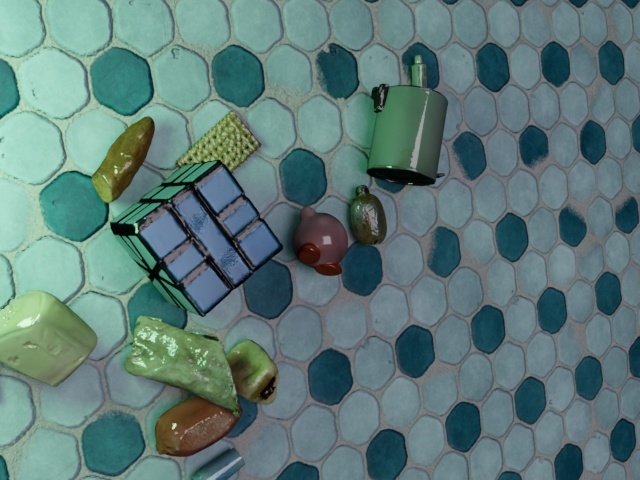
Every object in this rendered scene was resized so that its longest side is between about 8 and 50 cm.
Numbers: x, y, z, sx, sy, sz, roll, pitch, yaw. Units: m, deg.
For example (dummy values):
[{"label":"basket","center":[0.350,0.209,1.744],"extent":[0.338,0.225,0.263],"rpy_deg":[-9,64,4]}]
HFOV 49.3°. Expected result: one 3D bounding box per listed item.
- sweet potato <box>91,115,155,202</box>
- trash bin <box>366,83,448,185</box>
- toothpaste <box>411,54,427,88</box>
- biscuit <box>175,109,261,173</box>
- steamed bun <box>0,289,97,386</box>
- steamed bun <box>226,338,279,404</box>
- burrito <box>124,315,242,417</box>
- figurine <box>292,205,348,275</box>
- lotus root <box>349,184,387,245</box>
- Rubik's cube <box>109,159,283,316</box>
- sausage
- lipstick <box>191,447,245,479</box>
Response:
[{"label":"sweet potato","center":[-0.494,-0.213,1.771],"extent":[0.097,0.097,0.251],"rpy_deg":[35,74,-26]},{"label":"trash bin","center":[0.269,-0.320,2.158],"extent":[0.277,0.217,0.262],"rpy_deg":[13,84,-20]},{"label":"toothpaste","center":[0.330,-0.474,2.294],"extent":[0.069,0.047,0.268],"rpy_deg":[-10,98,-49]},{"label":"biscuit","center":[-0.282,-0.241,1.944],"extent":[0.231,0.016,0.139],"rpy_deg":[-49,112,-21]},{"label":"steamed bun","center":[-0.656,0.229,1.654],"extent":[0.200,0.170,0.225],"rpy_deg":[-32,127,5]},{"label":"steamed bun","center":[-0.181,0.384,1.935],"extent":[0.141,0.172,0.155],"rpy_deg":[-43,129,-13]},{"label":"burrito","center":[-0.336,0.315,1.804],"extent":[0.348,0.107,0.175],"rpy_deg":[22,88,0]},{"label":"figurine","center":[0.000,0.000,2.028],"extent":[0.173,0.173,0.173],"rpy_deg":[0,90,-31]},{"label":"lotus root","center":[0.145,-0.078,2.160],"extent":[0.113,0.088,0.191],"rpy_deg":[-13,96,-24]},{"label":"Rubik's cube","center":[-0.320,-0.011,1.760],"extent":[0.283,0.294,0.288],"rpy_deg":[-43,109,-23]},{"label":"sausage","center":[-0.325,0.482,1.851],"extent":[0.255,0.148,0.148],"rpy_deg":[-26,103,-26]},{"label":"lipstick","center":[-0.332,0.667,1.886],"extent":[0.274,0.061,0.068],"rpy_deg":[-32,108,-27]}]
